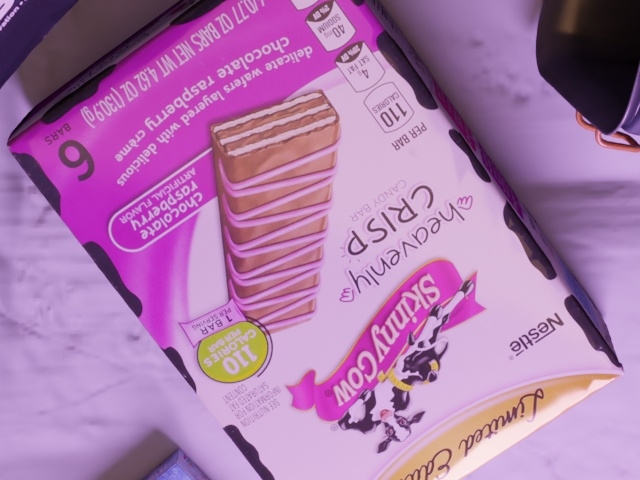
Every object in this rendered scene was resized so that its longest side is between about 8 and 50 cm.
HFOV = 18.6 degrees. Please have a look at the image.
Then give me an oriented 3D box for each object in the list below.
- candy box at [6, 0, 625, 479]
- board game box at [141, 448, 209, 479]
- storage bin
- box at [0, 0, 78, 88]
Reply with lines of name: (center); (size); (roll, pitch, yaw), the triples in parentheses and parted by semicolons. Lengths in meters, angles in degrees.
candy box: (0.000, 0.000, 0.840); (0.159, 0.071, 0.233); (-35, 103, 10)
board game box: (-0.069, 0.159, 0.914); (0.090, 0.020, 0.090); (-41, 100, 12)
storage bin: (0.150, -0.082, 0.785); (0.091, 0.135, 0.098); (9, 106, -11)
box: (-0.112, -0.286, 0.641); (0.318, 0.097, 0.395); (43, 94, 17)
